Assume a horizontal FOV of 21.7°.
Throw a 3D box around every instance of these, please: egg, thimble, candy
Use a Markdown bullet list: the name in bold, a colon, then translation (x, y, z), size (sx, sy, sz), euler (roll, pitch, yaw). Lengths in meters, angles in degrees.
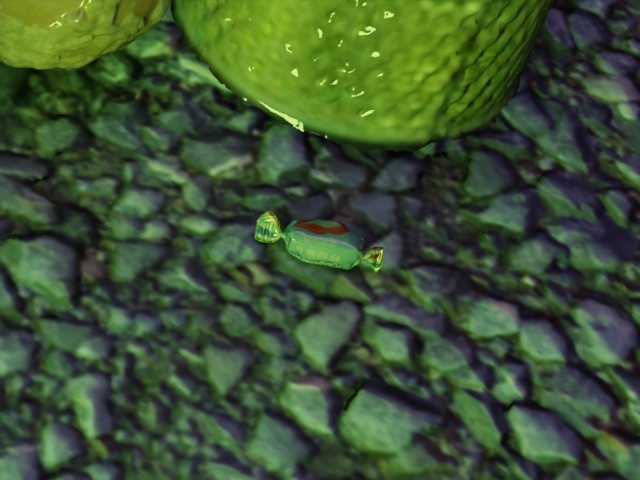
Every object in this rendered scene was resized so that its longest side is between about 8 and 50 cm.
- **egg**: translation (-0.174, -0.214, 1.070), size (0.195, 0.195, 0.233), euler (5, 52, -13)
- **thimble**: translation (0.036, -0.207, 1.150), size (0.271, 0.150, 0.271), euler (10, 46, -11)
- **candy**: translation (0.000, -0.001, 1.045), size (0.083, 0.030, 0.020), euler (13, 39, -1)
